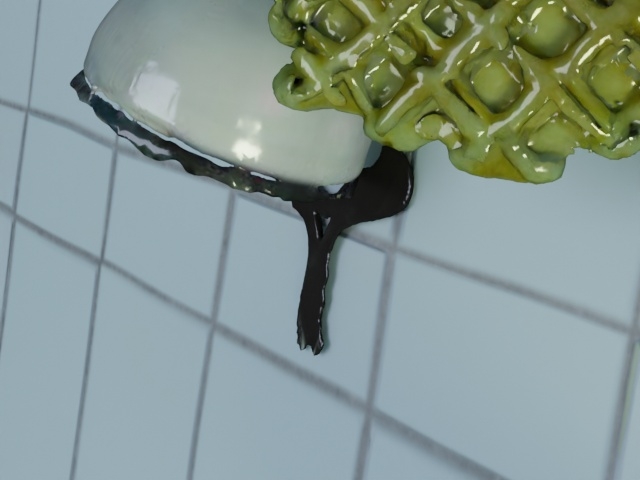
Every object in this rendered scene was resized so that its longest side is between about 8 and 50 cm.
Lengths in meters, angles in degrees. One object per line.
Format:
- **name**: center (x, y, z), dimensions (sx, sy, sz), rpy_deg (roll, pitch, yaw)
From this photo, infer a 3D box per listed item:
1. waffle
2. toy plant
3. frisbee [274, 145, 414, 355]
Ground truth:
- **waffle**: center (0.112, -0.192, 0.790), dimensions (0.297, 0.073, 0.317), rpy_deg (6, 95, 12)
- **toy plant**: center (-0.012, -0.216, 0.988), dimensions (0.247, 0.247, 0.332), rpy_deg (45, 116, 47)
- **frisbee**: center (0.000, 0.000, 1.135), dimensions (0.211, 0.012, 0.188), rpy_deg (25, 110, 53)
